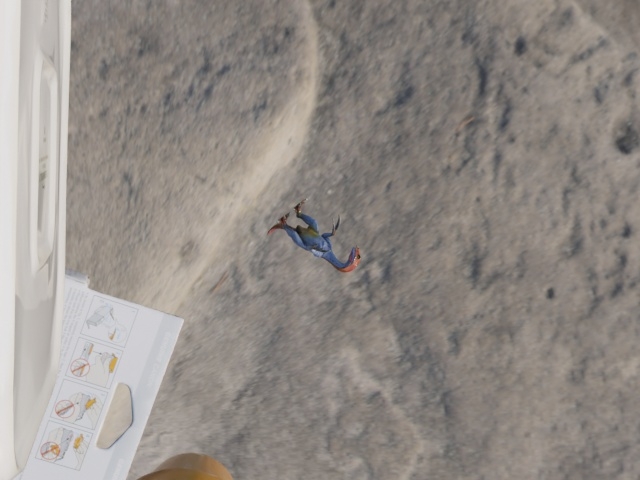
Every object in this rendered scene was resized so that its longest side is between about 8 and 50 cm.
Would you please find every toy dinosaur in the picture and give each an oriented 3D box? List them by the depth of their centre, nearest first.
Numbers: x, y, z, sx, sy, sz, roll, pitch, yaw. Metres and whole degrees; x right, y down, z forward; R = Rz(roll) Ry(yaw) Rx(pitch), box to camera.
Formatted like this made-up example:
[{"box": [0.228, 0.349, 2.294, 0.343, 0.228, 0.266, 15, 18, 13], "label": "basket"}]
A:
[{"box": [0.000, 0.000, 0.977, 0.047, 0.090, 0.082, -39, 90, -22], "label": "toy dinosaur"}]

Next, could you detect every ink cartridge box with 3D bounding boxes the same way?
[{"box": [-0.315, 0.169, 1.169, 0.238, 0.060, 0.275, 20, 95, -15], "label": "ink cartridge box"}]

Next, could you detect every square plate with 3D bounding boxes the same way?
[{"box": [-0.156, -0.040, 0.497, 0.049, 0.347, 0.344, 2, 95, -10], "label": "square plate"}]

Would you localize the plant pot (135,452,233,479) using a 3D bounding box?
[{"box": [-0.180, 0.378, 1.356, 0.205, 0.188, 0.205, 0, 101, -1], "label": "plant pot"}]
